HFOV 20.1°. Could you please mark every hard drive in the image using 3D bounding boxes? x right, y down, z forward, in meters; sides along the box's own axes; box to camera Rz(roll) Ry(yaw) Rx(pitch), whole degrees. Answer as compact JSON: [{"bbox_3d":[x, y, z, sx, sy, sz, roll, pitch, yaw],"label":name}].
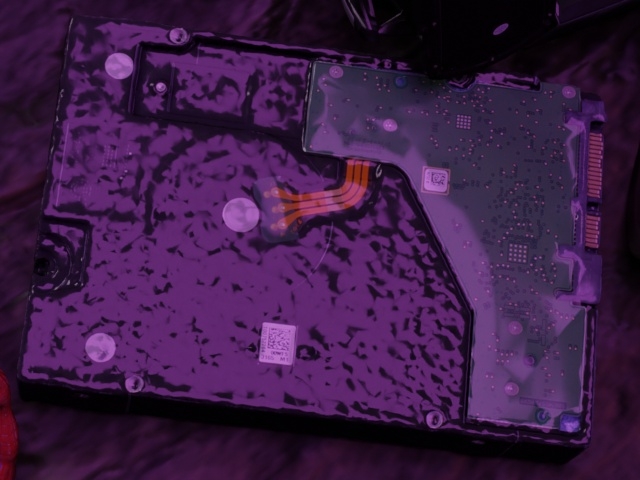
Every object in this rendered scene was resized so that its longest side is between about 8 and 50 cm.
[{"bbox_3d":[0.000,0.000,1.098,0.339,0.064,0.237,6,72,-5],"label":"hard drive"}]

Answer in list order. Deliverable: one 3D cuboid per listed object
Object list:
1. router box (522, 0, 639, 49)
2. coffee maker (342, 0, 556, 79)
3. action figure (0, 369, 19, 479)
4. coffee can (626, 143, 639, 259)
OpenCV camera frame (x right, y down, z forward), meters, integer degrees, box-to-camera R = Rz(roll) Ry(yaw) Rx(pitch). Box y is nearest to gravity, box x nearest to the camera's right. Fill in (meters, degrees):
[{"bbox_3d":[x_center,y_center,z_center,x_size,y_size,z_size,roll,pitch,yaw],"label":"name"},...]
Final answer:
[{"bbox_3d":[0.230,-0.292,1.189,0.308,0.081,0.243,-21,88,-14],"label":"router box"},{"bbox_3d":[0.066,-0.217,1.092,0.120,0.171,0.178,-10,50,-32],"label":"coffee maker"},{"bbox_3d":[-0.220,0.065,1.013,0.091,0.139,0.280,-6,76,-8],"label":"action figure"},{"bbox_3d":[0.348,-0.044,1.087,0.275,0.201,0.202,17,71,-3],"label":"coffee can"}]
